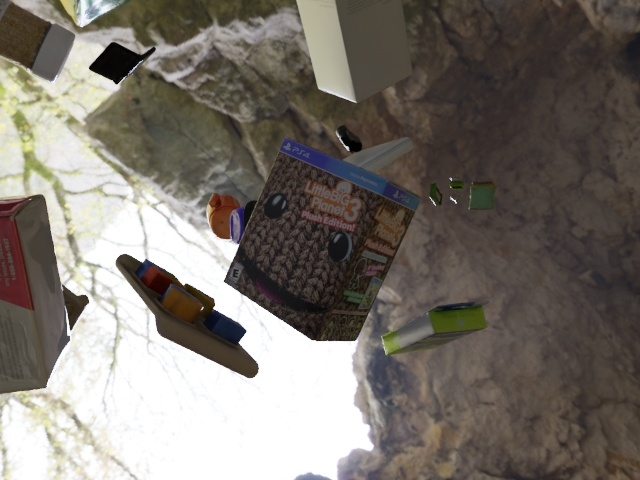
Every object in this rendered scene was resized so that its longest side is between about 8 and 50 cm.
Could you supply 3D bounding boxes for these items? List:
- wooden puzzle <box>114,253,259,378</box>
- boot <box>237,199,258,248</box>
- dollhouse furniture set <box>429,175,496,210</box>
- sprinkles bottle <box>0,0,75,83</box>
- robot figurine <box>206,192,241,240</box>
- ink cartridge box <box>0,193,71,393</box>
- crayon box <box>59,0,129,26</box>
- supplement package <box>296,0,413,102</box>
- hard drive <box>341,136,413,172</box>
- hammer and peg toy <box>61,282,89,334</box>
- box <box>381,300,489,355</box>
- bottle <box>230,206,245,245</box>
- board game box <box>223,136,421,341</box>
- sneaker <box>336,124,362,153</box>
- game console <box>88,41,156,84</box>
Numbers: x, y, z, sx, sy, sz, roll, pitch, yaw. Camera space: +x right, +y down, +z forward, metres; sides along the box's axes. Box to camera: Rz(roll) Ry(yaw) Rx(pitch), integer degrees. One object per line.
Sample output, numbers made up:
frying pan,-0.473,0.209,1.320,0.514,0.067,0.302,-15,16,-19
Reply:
wooden puzzle,-0.313,0.164,1.412,0.080,0.322,0.348,-51,-139,-1
boot,-0.159,0.000,1.588,0.077,0.137,0.198,8,-95,18
dollhouse furniture set,0.349,-0.118,1.422,0.152,0.058,0.076,0,-113,27
sprinkles bottle,-0.692,-0.455,1.173,0.121,0.355,0.121,-42,-146,38
robot figurine,-0.336,-0.082,2.051,0.219,0.128,0.158,-119,-146,-59
ink cartridge box,-0.453,0.065,0.647,0.283,0.207,0.117,-5,-162,-8
crayon box,-0.300,-0.386,0.594,0.081,0.278,0.165,-37,-167,-18
supplement package,0.074,-0.500,1.341,0.177,0.293,0.175,-31,-142,-20
hard drive,0.095,-0.216,1.751,0.233,0.047,0.353,-9,-162,45
hammer and peg toy,-0.791,0.157,1.479,0.266,0.361,0.127,-56,175,16
box,0.194,0.150,0.977,0.178,0.109,0.042,136,-53,-57
bottle,-0.129,-0.041,1.744,0.092,0.283,0.118,-3,-90,57
board game box,0.000,0.000,1.039,0.232,0.141,0.291,27,-84,32
sneaker,0.098,-0.296,1.783,0.051,0.170,0.089,-39,-119,11
game console,-0.473,-0.436,1.391,0.122,0.071,0.107,-25,-155,37
